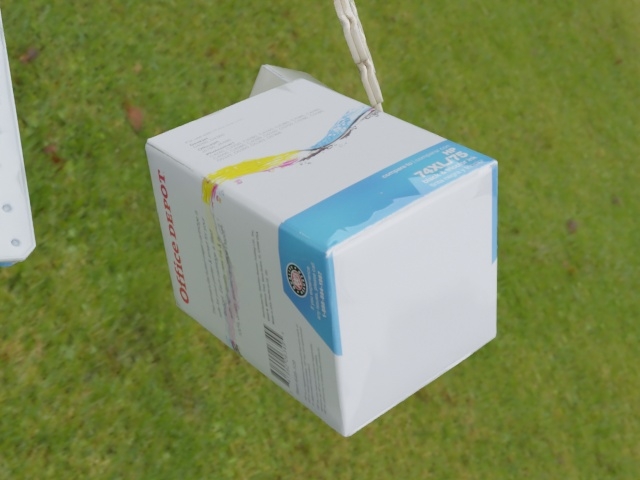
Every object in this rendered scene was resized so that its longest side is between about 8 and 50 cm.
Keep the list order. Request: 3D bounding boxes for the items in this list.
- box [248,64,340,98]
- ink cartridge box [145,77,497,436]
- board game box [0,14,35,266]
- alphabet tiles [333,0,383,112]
[{"bbox_3d":[-0.064,-0.076,1.316,0.113,0.275,0.094,38,23,32],"label":"box"},{"bbox_3d":[0.000,0.000,0.958,0.197,0.270,0.198,-28,130,-30],"label":"ink cartridge box"},{"bbox_3d":[-0.529,-0.140,1.096,0.390,0.050,0.390,-3,67,-28],"label":"board game box"},{"bbox_3d":[0.029,-0.299,1.262,0.278,0.021,0.284,63,12,-47],"label":"alphabet tiles"}]
